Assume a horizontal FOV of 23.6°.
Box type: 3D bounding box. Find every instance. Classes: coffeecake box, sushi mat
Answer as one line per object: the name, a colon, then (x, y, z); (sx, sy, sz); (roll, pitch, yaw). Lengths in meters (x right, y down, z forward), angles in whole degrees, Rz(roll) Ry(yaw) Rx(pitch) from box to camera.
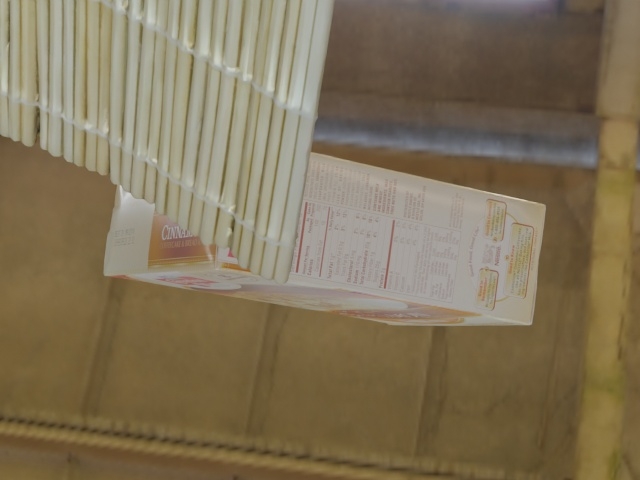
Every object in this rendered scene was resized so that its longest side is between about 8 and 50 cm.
coffeecake box: (0.000, 0.000, 0.810); (0.185, 0.142, 0.068); (11, -98, -28)
sushi mat: (-0.057, -0.122, 0.510); (0.151, 0.316, 0.019); (26, -131, 15)
